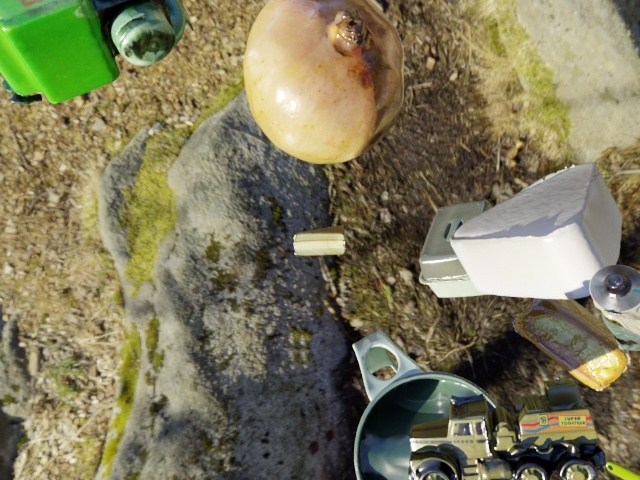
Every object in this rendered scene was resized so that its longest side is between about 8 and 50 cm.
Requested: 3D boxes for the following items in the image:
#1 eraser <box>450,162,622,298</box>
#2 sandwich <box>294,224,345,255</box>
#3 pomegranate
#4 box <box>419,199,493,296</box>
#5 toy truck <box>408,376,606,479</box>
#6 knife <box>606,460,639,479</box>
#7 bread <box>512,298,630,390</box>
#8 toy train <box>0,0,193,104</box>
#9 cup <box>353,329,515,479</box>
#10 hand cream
[{"bbox_3d":[0.422,0.001,1.131,0.331,0.331,0.150,-29,103,7],"label":"eraser"},{"bbox_3d":[0.000,0.000,1.828,0.163,0.113,0.080,-3,103,4],"label":"sandwich"},{"bbox_3d":[0.017,-0.321,1.068,0.338,0.338,0.339,-3,79,13],"label":"pomegranate"},{"bbox_3d":[0.424,0.022,1.664,0.220,0.166,0.291,-8,40,37],"label":"box"},{"bbox_3d":[0.248,0.278,0.790,0.257,0.127,0.127,-15,92,14],"label":"toy truck"},{"bbox_3d":[0.523,0.391,0.889,0.026,0.184,0.022,2,89,-15],"label":"knife"},{"bbox_3d":[0.679,0.261,1.515,0.288,0.119,0.153,40,123,15],"label":"bread"},{"bbox_3d":[-0.230,-0.243,0.483,0.188,0.132,0.243,-28,75,-13],"label":"toy train"},{"bbox_3d":[0.226,0.404,1.246,0.310,0.392,0.401,0,78,2],"label":"cup"},{"bbox_3d":[0.350,0.084,0.622,0.075,0.247,0.052,19,82,43],"label":"hand cream"}]
